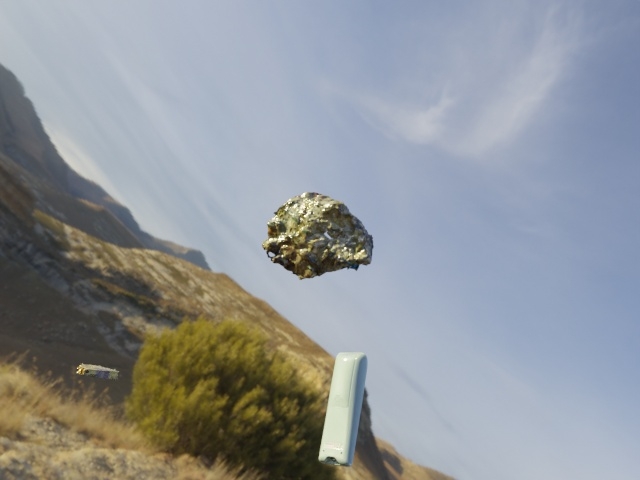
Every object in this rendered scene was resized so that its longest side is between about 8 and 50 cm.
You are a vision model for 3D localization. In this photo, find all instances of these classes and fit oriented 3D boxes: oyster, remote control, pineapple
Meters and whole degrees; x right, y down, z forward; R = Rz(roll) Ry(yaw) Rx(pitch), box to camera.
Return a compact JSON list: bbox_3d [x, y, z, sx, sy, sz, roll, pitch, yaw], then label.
[{"bbox_3d":[-0.003,-0.002,1.212,0.260,0.198,0.092,28,1,10],"label":"oyster"},{"bbox_3d":[0.057,0.441,1.435,0.103,0.293,0.051,-10,-31,38],"label":"remote control"},{"bbox_3d":[-0.383,0.222,0.913,0.045,0.019,0.083,5,-15,27],"label":"pineapple"}]
